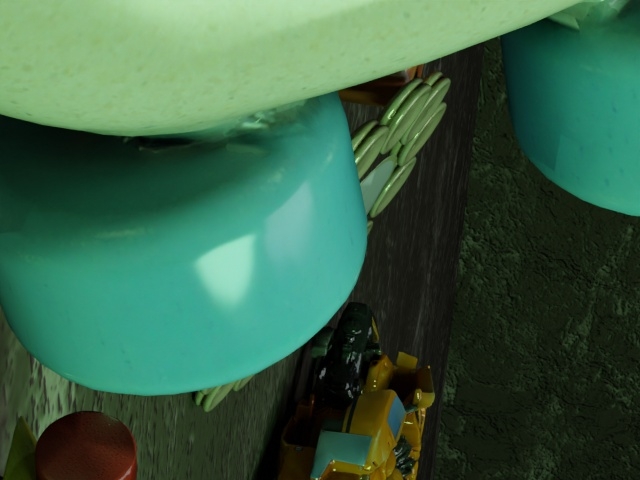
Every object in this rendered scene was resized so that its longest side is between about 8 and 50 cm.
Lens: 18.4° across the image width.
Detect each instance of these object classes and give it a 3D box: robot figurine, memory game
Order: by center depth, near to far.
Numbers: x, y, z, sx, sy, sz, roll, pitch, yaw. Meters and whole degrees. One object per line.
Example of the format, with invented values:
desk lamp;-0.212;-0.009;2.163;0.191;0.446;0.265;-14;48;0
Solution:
memory game;0.000;0.000;0.880;0.186;0.012;0.186;-52;172;-10
robot figurine;0.015;0.165;1.240;0.291;0.085;0.211;-64;163;-67

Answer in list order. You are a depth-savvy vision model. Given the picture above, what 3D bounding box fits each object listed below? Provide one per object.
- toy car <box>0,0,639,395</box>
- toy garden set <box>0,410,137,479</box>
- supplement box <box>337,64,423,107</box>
toy car;-0.016;-0.136;0.388;0.238;0.210;0.219;-118;-168;-53
toy garden set;-0.096;0.183;0.536;0.204;0.049;0.244;94;9;-48
supplement box;0.025;-0.183;0.894;0.078;0.080;0.233;59;43;-81
